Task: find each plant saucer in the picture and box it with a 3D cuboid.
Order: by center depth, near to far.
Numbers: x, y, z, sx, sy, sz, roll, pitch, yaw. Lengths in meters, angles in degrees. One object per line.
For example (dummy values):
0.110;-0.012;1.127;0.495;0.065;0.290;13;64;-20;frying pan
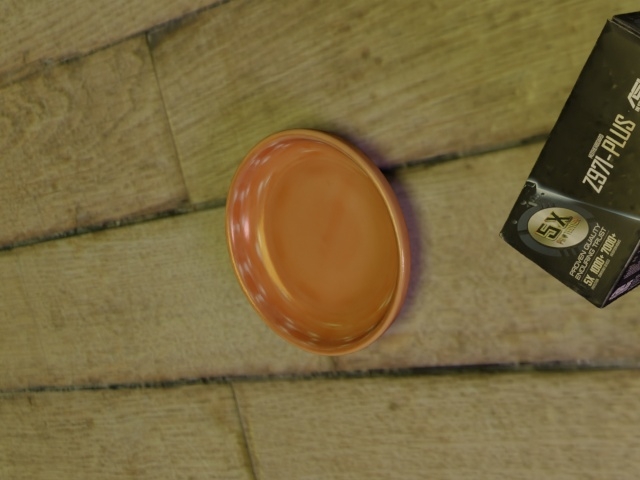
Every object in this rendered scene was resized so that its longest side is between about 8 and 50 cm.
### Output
0.000;0.000;0.944;0.200;0.037;0.200;13;110;37;plant saucer

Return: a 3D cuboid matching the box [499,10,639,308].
0.207;-0.058;0.652;0.077;0.180;0.147;39;125;25;box
